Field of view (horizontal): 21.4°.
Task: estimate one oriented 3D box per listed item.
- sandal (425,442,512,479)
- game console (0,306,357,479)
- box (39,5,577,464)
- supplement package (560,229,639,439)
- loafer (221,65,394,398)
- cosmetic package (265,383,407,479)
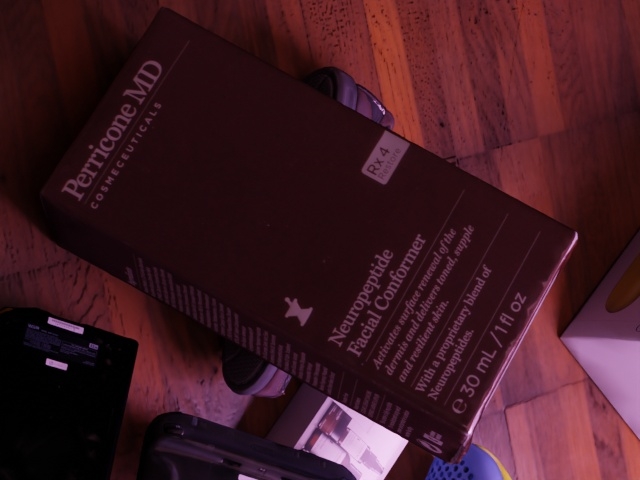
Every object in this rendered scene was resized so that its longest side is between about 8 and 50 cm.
[{"bbox_3d":[0.078,0.325,1.526,0.138,0.126,0.317,29,72,-25],"label":"sandal"},{"bbox_3d":[-0.131,0.199,1.376,0.361,0.044,0.213,21,64,-21],"label":"game console"},{"bbox_3d":[-0.010,-0.003,1.351,0.381,0.143,0.191,28,74,7],"label":"box"},{"bbox_3d":[0.425,0.073,1.705,0.198,0.199,0.263,50,65,-22],"label":"supplement package"},{"bbox_3d":[0.000,0.000,1.489,0.095,0.109,0.303,24,73,-35],"label":"loafer"},{"bbox_3d":[0.049,0.134,1.542,0.099,0.060,0.239,45,67,-25],"label":"cosmetic package"}]
